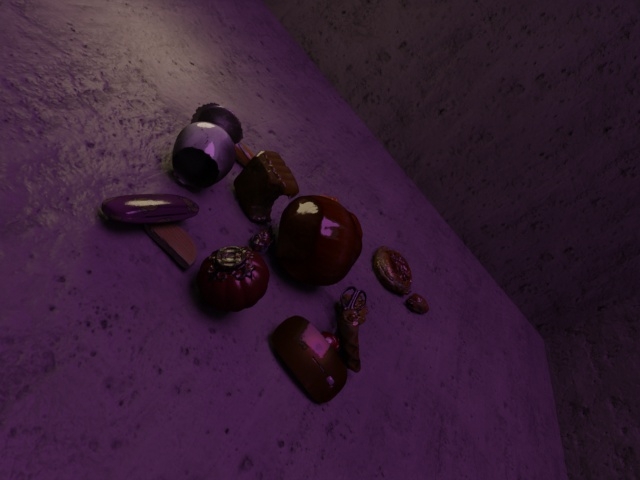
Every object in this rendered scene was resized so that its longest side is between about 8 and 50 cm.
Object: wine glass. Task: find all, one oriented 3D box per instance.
[{"bbox_3d":[-0.425,-0.353,1.699,0.238,0.238,0.323,39,34,-21],"label":"wine glass"}]

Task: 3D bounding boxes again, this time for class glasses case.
[{"bbox_3d":[-0.520,-0.100,1.412,0.123,0.076,0.316,25,19,28],"label":"glasses case"}]

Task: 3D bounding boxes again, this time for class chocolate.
[{"bbox_3d":[-0.332,-0.372,2.001,0.219,0.085,0.086,40,32,-24],"label":"chocolate"}]

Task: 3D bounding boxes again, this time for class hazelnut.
[{"bbox_3d":[-0.007,-0.003,1.795,0.365,0.365,0.366,34,34,-28],"label":"hazelnut"}]

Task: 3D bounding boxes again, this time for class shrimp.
[{"bbox_3d":[0.513,0.333,2.425,0.217,0.051,0.115,15,40,-45],"label":"shrimp"},{"bbox_3d":[-0.222,-0.009,1.762,0.090,0.079,0.233,10,31,5],"label":"shrimp"}]

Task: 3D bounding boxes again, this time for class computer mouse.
[{"bbox_3d":[-0.034,0.400,1.531,0.158,0.072,0.310,-38,91,-24],"label":"computer mouse"}]

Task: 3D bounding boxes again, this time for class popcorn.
[{"bbox_3d":[0.137,0.290,1.892,0.126,0.126,0.145,60,5,-28],"label":"popcorn"}]

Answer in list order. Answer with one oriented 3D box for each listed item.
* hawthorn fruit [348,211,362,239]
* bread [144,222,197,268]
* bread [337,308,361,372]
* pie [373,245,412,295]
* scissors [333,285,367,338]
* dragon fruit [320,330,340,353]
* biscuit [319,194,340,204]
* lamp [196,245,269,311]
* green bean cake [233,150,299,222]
[{"bbox_3d":[0.065,-0.024,2.053,0.224,0.224,0.261,50,51,-4],"label":"hawthorn fruit"},{"bbox_3d":[-0.466,0.003,1.450,0.193,0.036,0.112,45,28,-4],"label":"bread"},{"bbox_3d":[0.109,0.369,1.693,0.128,0.087,0.232,-96,-178,-72],"label":"bread"},{"bbox_3d":[0.387,0.158,2.405,0.308,0.085,0.309,34,35,-28],"label":"pie"},{"bbox_3d":[0.093,0.312,1.779,0.109,0.022,0.300,23,60,10],"label":"scissors"},{"bbox_3d":[-0.005,0.369,1.642,0.190,0.094,0.094,27,37,-24],"label":"dragon fruit"},{"bbox_3d":[0.090,-0.130,2.360,0.160,0.030,0.250,4,55,-52],"label":"biscuit"},{"bbox_3d":[-0.273,0.123,1.422,0.226,0.226,0.227,34,34,-28],"label":"lamp"},{"bbox_3d":[-0.226,-0.214,1.816,0.124,0.236,0.233,-7,61,-53],"label":"green bean cake"}]
